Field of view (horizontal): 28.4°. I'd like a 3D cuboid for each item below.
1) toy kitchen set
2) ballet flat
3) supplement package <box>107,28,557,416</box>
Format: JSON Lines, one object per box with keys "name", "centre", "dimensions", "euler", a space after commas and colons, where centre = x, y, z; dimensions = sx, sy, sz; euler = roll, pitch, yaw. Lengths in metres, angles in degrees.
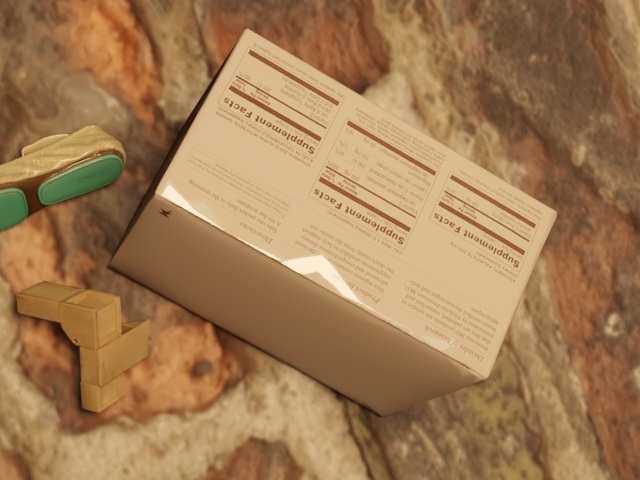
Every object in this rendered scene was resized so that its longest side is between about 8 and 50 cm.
{"name": "toy kitchen set", "centre": [-0.180, 0.075, 0.977], "dimensions": [0.068, 0.075, 0.083], "euler": [-31, 127, -57]}
{"name": "ballet flat", "centre": [-0.233, -0.045, 0.982], "dimensions": [0.168, 0.057, 0.052], "euler": [-22, 56, -25]}
{"name": "supplement package", "centre": [0.000, 0.000, 0.955], "dimensions": [0.262, 0.204, 0.145], "euler": [30, 68, -9]}
